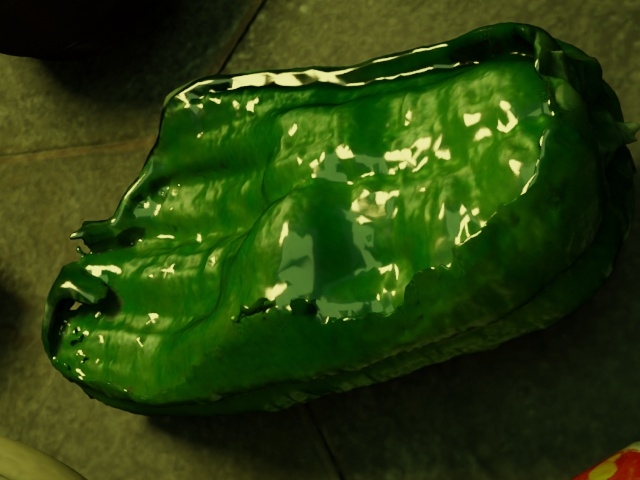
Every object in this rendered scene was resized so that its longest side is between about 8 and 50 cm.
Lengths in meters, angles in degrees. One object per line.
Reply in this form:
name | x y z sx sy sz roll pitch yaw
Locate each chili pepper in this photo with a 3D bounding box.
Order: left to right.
chili pepper | 0.006 0.001 0.531 0.384 0.167 0.213 -17 50 28

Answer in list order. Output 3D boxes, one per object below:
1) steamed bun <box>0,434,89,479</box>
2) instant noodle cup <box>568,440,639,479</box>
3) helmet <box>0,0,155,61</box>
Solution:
steamed bun | -0.239 0.285 0.448 0.374 0.241 0.375 5 74 -18
instant noodle cup | 0.121 0.222 0.361 0.200 0.264 0.264 -36 62 -4
helmet | -0.227 -0.275 0.706 0.224 0.177 0.306 -25 58 20
